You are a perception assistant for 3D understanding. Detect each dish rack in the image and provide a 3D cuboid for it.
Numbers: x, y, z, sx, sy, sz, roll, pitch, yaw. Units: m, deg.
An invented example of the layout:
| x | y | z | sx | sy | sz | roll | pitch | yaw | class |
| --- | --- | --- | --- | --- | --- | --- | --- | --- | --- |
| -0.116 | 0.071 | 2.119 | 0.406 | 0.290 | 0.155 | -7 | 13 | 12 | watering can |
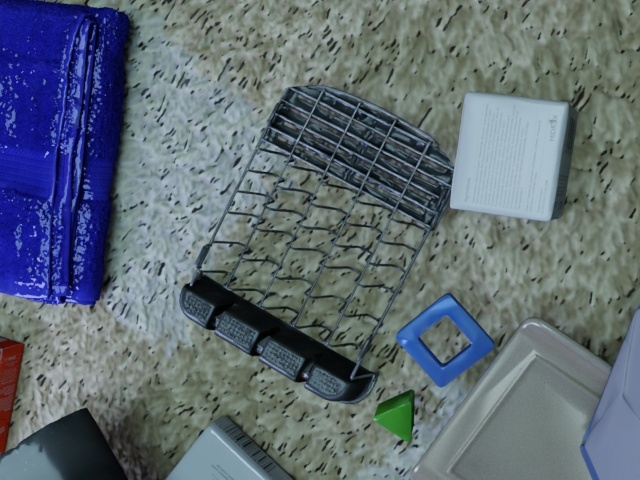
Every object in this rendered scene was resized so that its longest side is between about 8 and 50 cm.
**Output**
| x | y | z | sx | sy | sz | roll | pitch | yaw | class |
| --- | --- | --- | --- | --- | --- | --- | --- | --- | --- |
| 0.000 | 0.000 | 0.946 | 0.208 | 0.074 | 0.271 | 29 | 99 | 13 | dish rack |

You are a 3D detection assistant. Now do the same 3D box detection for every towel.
| x | y | z | sx | sy | sz | roll | pitch | yaw | class |
| --- | --- | --- | --- | --- | --- | --- | --- | --- | --- |
| -0.317 | -0.098 | 1.038 | 0.228 | 0.076 | 0.308 | 10 | 96 | 16 | towel |

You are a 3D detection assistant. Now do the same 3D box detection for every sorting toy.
| x | y | z | sx | sy | sz | roll | pitch | yaw | class |
| --- | --- | --- | --- | --- | --- | --- | --- | --- | --- |
| 0.206 | 0.185 | 0.892 | 0.348 | 0.047 | 0.196 | 34 | 107 | 2 | sorting toy |

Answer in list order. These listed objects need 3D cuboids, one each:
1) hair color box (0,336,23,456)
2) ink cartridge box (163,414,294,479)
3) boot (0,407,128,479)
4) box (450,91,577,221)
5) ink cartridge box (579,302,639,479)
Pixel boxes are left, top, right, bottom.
| x | y | z | sx | sy | sz | roll | pitch | yaw | class |
| --- | --- | --- | --- | --- | --- | --- | --- | --- | --- |
| -0.371 | 0.172 | 1.086 | 0.072 | 0.043 | 0.141 | 13 | 98 | 16 | hair color box |
| -0.086 | 0.328 | 1.001 | 0.223 | 0.045 | 0.224 | 41 | 104 | 11 | ink cartridge box |
| -0.119 | 0.342 | 0.922 | 0.367 | 0.146 | 0.445 | -36 | 74 | 2 | boot |
| 0.168 | -0.071 | 0.869 | 0.087 | 0.101 | 0.102 | 10 | 96 | 18 | box |
| 0.406 | 0.196 | 0.696 | 0.396 | 0.270 | 0.151 | 20 | 100 | 4 | ink cartridge box |
